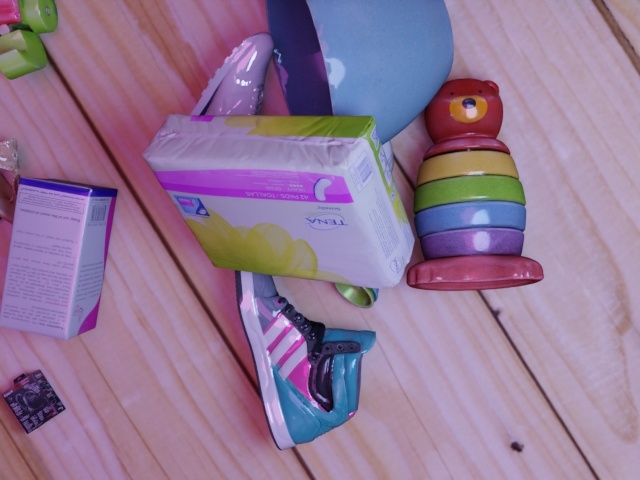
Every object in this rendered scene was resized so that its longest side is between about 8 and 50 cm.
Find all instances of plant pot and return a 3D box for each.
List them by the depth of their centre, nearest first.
[{"bbox_3d":[0.060,-0.256,1.090,0.195,0.290,0.290,-16,91,-10],"label":"plant pot"}]

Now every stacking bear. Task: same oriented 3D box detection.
[{"bbox_3d":[0.201,-0.081,1.131,0.175,0.164,0.289,-3,82,8],"label":"stacking bear"}]

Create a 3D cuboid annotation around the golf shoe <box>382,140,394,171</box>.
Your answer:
[{"bbox_3d":[0.067,-0.087,1.179,0.069,0.086,0.176,4,92,7],"label":"golf shoe"}]

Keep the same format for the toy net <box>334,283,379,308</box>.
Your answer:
[{"bbox_3d":[0.000,0.000,1.174,0.232,0.122,0.045,38,64,3],"label":"toy net"}]

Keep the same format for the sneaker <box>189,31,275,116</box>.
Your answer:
[{"bbox_3d":[-0.122,-0.189,1.192,0.095,0.090,0.235,37,110,7],"label":"sneaker"}]

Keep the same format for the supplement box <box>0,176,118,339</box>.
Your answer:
[{"bbox_3d":[-0.384,0.023,1.219,0.113,0.111,0.220,9,93,6],"label":"supplement box"}]

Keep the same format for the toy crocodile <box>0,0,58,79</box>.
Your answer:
[{"bbox_3d":[-0.463,-0.404,1.209,0.115,0.105,0.341,-5,92,6],"label":"toy crocodile"}]

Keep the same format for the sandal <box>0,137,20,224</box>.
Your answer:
[{"bbox_3d":[-0.494,-0.136,1.235,0.079,0.088,0.240,-40,83,12],"label":"sandal"}]

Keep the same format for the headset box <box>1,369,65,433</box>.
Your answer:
[{"bbox_3d":[-0.445,0.245,1.276,0.062,0.032,0.083,-35,88,6],"label":"headset box"}]

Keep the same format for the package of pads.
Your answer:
[{"bbox_3d":[-0.046,-0.047,1.043,0.296,0.229,0.101,6,53,28],"label":"package of pads"}]

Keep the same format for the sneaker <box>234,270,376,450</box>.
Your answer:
[{"bbox_3d":[-0.012,0.135,1.180,0.178,0.124,0.296,-15,88,4],"label":"sneaker"}]
